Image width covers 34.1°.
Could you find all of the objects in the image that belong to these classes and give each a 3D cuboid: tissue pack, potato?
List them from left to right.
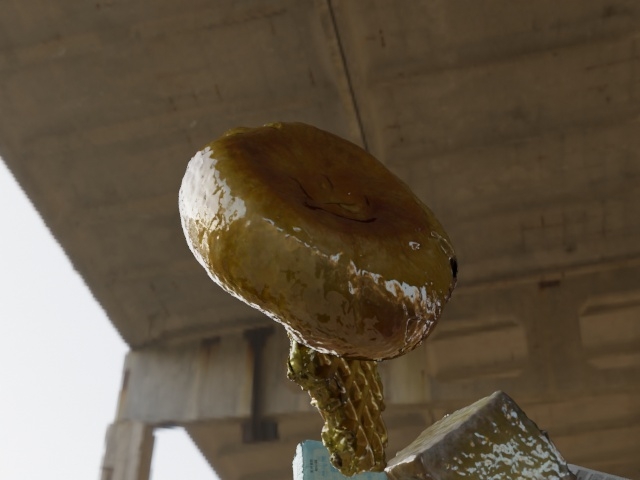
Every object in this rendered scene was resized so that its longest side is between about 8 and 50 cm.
[{"bbox_3d":[0.040,0.488,1.919,0.177,0.263,0.089,11,-65,-8],"label":"tissue pack"},{"bbox_3d":[0.217,0.375,1.587,0.264,0.189,0.211,-25,-9,-43],"label":"potato"}]

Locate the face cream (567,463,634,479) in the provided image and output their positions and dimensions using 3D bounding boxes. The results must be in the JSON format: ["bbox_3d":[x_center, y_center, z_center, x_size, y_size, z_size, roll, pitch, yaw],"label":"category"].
[{"bbox_3d":[0.495,0.501,2.044,0.291,0.144,0.071,9,-54,28],"label":"face cream"}]

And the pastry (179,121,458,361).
[{"bbox_3d":[0.000,0.000,1.211,0.356,0.356,0.164,21,-60,-23],"label":"pastry"}]

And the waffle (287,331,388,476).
[{"bbox_3d":[0.026,0.181,1.374,0.051,0.291,0.291,-17,-41,17],"label":"waffle"}]
